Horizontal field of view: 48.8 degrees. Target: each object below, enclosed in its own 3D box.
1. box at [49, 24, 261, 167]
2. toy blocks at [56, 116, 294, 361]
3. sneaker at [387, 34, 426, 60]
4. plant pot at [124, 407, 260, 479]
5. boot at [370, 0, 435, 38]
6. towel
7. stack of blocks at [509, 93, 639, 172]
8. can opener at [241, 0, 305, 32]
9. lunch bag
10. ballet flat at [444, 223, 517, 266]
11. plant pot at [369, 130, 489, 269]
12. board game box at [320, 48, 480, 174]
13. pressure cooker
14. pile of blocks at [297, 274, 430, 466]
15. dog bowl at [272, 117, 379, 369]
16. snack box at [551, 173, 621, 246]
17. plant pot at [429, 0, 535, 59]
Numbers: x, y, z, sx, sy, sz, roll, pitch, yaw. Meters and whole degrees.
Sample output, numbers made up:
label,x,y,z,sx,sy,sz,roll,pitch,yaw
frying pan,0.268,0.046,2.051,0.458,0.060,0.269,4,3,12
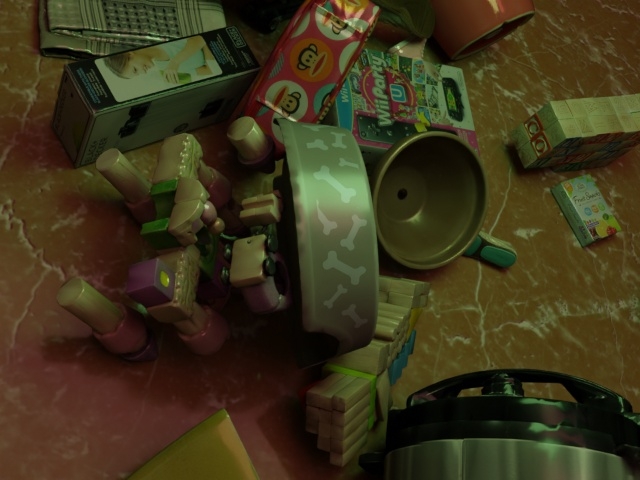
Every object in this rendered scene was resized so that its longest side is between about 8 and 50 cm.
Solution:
label,x,y,z,sx,sy,sz,roll,pitch,yaw
box,-0.254,-0.225,1.095,0.290,0.169,0.087,-25,82,-35
toy blocks,-0.144,0.025,0.984,0.260,0.309,0.288,55,31,-48
sneaker,0.194,-0.391,1.473,0.134,0.051,0.070,-41,102,-41
plant pot,-0.164,0.350,0.852,0.187,0.212,0.212,-24,79,-19
boot,0.115,-0.463,1.411,0.213,0.165,0.077,16,86,-47
towel,-0.324,-0.439,1.229,0.312,0.056,0.324,1,67,-26
stack of blocks,0.549,-0.221,1.493,0.297,0.171,0.087,-9,71,-29
can opener,-0.062,-0.452,1.364,0.186,0.059,0.073,-27,80,-33
lunch bag,-0.024,-0.275,1.159,0.120,0.258,0.293,32,98,-8
ballet flat,0.297,0.004,1.339,0.168,0.057,0.052,25,30,-18
plant pot,0.170,-0.075,1.242,0.237,0.110,0.237,-5,103,-23
board game box,0.140,-0.236,1.341,0.303,0.097,0.224,4,65,-24
pressure cooker,0.265,0.376,0.940,0.370,0.375,0.420,15,61,-17
pile of blocks,0.061,0.185,1.109,0.113,0.149,0.362,10,39,27
dog bowl,0.000,0.000,0.981,0.102,0.349,0.348,-6,68,-8
snack box,0.567,-0.065,1.507,0.100,0.037,0.141,-16,74,-33
plant pot,0.308,-0.533,1.483,0.275,0.275,0.243,-28,90,-34
